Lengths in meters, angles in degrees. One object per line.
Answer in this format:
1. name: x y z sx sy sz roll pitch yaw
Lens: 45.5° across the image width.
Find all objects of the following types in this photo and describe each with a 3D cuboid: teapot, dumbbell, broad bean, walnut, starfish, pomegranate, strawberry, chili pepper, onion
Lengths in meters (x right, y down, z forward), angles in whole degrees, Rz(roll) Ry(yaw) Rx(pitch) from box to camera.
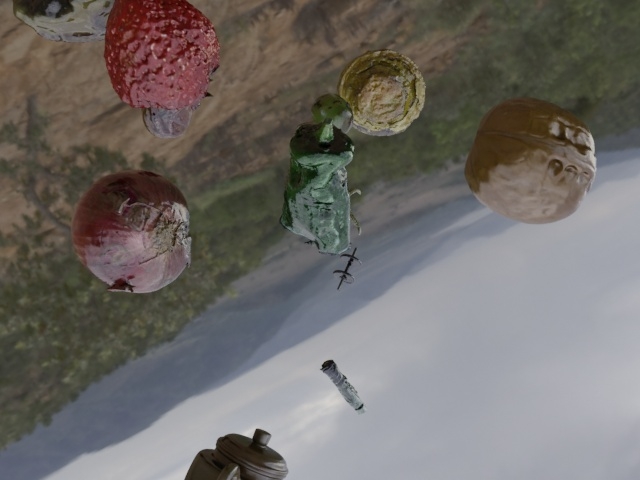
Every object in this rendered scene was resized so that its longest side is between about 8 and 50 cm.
1. teapot: -0.140 0.415 1.337 0.267 0.186 0.175 48 65 -77
2. dumbbell: 0.080 0.084 2.261 0.147 0.069 0.069 -65 -167 -23
3. broad bean: -0.476 -0.406 2.370 0.156 0.122 0.228 2 151 -17
4. walnut: 0.608 -0.227 2.194 0.398 0.353 0.308 15 -179 -23
5. starfish: 0.039 -0.106 1.915 0.050 0.216 0.223 -45 163 34
6. pomegranate: 0.012 -0.296 1.881 0.142 0.114 0.114 -32 175 4
7. strawberry: -0.341 -0.414 1.595 0.258 0.276 0.257 -10 -145 7
8. chili pepper: -0.002 -0.098 1.262 0.099 0.136 0.270 -34 151 -25
9. onion: -0.512 -0.019 2.099 0.354 0.353 0.353 -27 176 -2

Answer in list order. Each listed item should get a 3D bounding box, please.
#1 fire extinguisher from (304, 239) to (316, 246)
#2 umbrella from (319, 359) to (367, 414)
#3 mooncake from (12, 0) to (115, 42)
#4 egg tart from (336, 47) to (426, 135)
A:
1. fire extinguisher: 0.000 0.000 1.900 0.083 0.025 0.038 -9 180 -6
2. umbrella: 0.068 0.409 2.137 0.046 0.188 0.050 -32 -163 18
3. mooncake: -0.567 -0.658 1.909 0.394 0.246 0.394 -5 172 -23
4. egg tart: 0.158 -0.378 1.990 0.241 0.241 0.106 -29 -161 18
